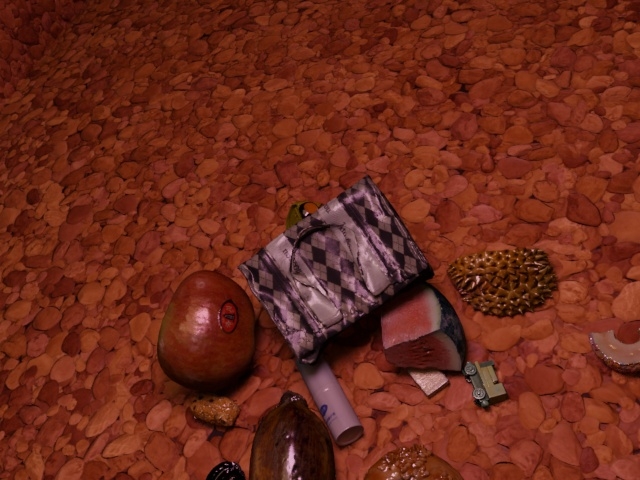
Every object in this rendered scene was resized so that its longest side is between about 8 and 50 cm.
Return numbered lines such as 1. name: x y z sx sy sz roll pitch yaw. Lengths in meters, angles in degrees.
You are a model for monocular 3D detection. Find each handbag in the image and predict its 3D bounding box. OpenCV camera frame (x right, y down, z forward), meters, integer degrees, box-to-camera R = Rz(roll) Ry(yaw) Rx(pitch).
1. handbag: 0.042 0.085 1.728 0.416 0.180 0.317 -34 68 6

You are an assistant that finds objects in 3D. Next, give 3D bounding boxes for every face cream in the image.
1. face cream: 0.019 0.380 1.717 0.077 0.077 0.250 -30 47 -3

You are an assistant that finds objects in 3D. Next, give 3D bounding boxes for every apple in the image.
1. apple: -0.285 0.240 1.829 0.250 0.277 0.309 18 78 -1

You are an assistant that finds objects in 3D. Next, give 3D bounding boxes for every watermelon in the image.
1. watermelon: 0.224 0.193 1.717 0.226 0.148 0.318 -30 45 -17

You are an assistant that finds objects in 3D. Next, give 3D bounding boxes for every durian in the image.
1. durian: 0.459 0.105 1.750 0.260 0.154 0.187 -22 73 13

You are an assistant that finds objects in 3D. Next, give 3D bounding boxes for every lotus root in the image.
1. lotus root: -0.067 0.531 1.562 0.196 0.179 0.397 -16 50 21

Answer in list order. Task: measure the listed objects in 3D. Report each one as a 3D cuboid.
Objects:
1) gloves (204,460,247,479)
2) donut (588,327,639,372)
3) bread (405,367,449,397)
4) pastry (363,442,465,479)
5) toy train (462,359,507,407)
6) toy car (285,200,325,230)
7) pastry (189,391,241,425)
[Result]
1. gloves: -0.198 0.612 1.601 0.129 0.106 0.180 -36 46 -11
2. donut: 0.698 0.248 1.568 0.166 0.065 0.108 -10 51 13
3. bread: 0.248 0.313 1.715 0.068 0.028 0.154 -34 50 -7
4. pastry: 0.171 0.574 1.455 0.255 0.162 0.311 28 66 38
5. toy train: 0.383 0.333 1.634 0.081 0.050 0.122 -16 49 3
6. toy car: 0.000 0.000 1.964 0.142 0.200 0.248 -8 58 -25
7. pastry: -0.278 0.436 1.802 0.140 0.056 0.080 2 43 25
